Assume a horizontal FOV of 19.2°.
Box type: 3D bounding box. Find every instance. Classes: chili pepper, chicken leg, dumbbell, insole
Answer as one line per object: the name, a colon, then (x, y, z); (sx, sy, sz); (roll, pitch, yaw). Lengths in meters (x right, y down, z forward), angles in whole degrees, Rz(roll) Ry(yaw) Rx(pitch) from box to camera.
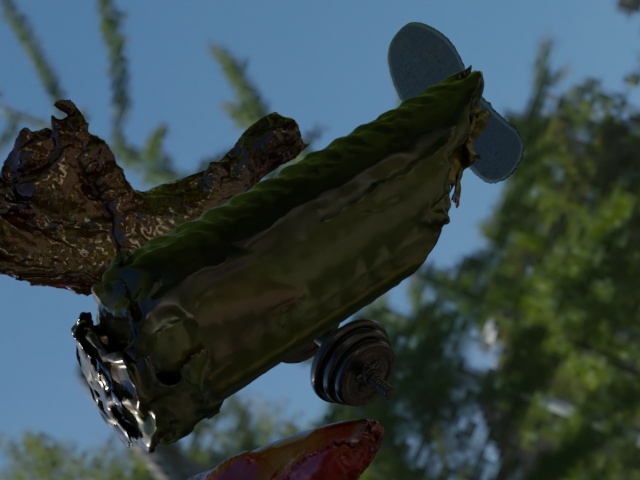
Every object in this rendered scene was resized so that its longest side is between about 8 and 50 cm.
chili pepper: (-0.068, 0.268, 1.985); (0.387, 0.110, 0.110); (-34, 8, 43)
chicken leg: (-0.169, -0.034, 1.627); (0.083, 0.322, 0.177); (118, 153, -72)
dumbbell: (0.008, 0.106, 1.966); (0.099, 0.208, 0.099); (-23, -49, -29)
insole: (0.127, -0.135, 1.854); (0.080, 0.232, 0.003); (-47, -40, 14)

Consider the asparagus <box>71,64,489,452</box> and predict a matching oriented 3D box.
asparagus: (0.000, 0.000, 1.277); (0.382, 0.128, 0.108); (-32, -51, -26)
